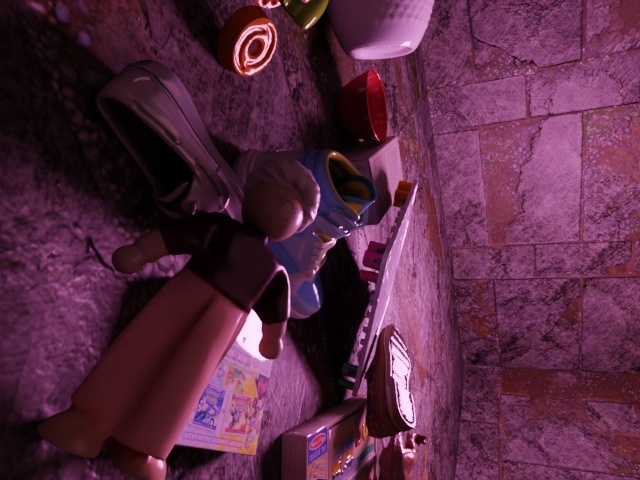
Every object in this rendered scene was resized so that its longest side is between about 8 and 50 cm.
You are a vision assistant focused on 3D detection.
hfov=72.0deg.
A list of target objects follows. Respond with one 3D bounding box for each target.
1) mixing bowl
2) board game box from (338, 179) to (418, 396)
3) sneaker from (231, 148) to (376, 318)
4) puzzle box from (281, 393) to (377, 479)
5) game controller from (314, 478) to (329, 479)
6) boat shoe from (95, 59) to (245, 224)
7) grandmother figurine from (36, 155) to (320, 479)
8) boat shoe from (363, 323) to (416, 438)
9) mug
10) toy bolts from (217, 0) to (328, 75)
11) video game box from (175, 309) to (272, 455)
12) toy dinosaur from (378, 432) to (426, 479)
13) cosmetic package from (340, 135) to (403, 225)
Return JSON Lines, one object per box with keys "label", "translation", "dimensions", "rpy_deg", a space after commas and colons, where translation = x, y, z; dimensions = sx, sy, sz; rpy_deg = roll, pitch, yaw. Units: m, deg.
{"label": "mixing bowl", "translation": [0.101, -0.333, 1.118], "dimensions": [0.181, 0.098, 0.181], "rpy_deg": [-3, 90, -66]}
{"label": "board game box", "translation": [0.140, 0.098, 1.048], "dimensions": [0.390, 0.050, 0.390], "rpy_deg": [-56, 158, -54]}
{"label": "sneaker", "translation": [0.000, 0.000, 0.704], "dimensions": [0.127, 0.208, 0.319], "rpy_deg": [-65, 144, -50]}
{"label": "puzzle box", "translation": [0.036, 0.490, 0.911], "dimensions": [0.409, 0.052, 0.272], "rpy_deg": [18, 69, -65]}
{"label": "game controller", "translation": [-0.074, 0.441, 0.594], "dimensions": [0.319, 0.067, 0.167], "rpy_deg": [17, 69, -53]}
{"label": "boat shoe", "translation": [-0.152, -0.067, 0.512], "dimensions": [0.088, 0.096, 0.268], "rpy_deg": [-63, 141, -43]}
{"label": "grandmother figurine", "translation": [-0.103, 0.056, 0.454], "dimensions": [0.208, 0.104, 0.342], "rpy_deg": [48, 63, -39]}
{"label": "boat shoe", "translation": [0.152, 0.325, 1.062], "dimensions": [0.111, 0.104, 0.307], "rpy_deg": [49, 24, -18]}
{"label": "mug", "translation": [0.130, -0.620, 1.073], "dimensions": [0.374, 0.276, 0.328], "rpy_deg": [-125, -148, -76]}
{"label": "toy bolts", "translation": [-0.125, -0.387, 0.632], "dimensions": [0.218, 0.158, 0.228], "rpy_deg": [-49, 161, 0]}
{"label": "video game box", "translation": [-0.133, 0.171, 0.576], "dimensions": [0.205, 0.048, 0.187], "rpy_deg": [51, 40, -53]}
{"label": "toy dinosaur", "translation": [0.169, 0.540, 1.003], "dimensions": [0.200, 0.127, 0.296], "rpy_deg": [25, 58, -56]}
{"label": "cosmetic package", "translation": [0.125, -0.161, 1.134], "dimensions": [0.309, 0.113, 0.160], "rpy_deg": [-44, 127, -59]}
